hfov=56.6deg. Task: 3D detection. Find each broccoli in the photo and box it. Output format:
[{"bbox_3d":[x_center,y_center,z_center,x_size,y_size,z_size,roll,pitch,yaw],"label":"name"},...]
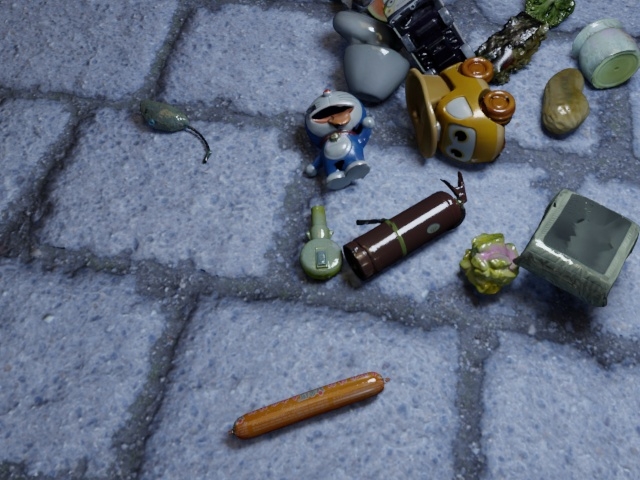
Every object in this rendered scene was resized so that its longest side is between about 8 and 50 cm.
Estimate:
[{"bbox_3d":[0.683,-0.715,1.781,0.162,0.138,0.145,-17,91,5],"label":"broccoli"}]

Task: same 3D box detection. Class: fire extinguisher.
[{"bbox_3d":[0.212,-0.042,1.400,0.341,0.105,0.141,-31,101,-12],"label":"fire extinguisher"}]

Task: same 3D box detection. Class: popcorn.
[{"bbox_3d":[0.387,0.049,1.345,0.126,0.126,0.145,9,31,-9],"label":"popcorn"}]

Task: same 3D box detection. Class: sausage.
[{"bbox_3d":[-0.021,0.337,1.223,0.348,0.053,0.053,-17,61,-8],"label":"sausage"}]

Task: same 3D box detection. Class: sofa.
[{"bbox_3d":[0.558,0.031,1.319,0.210,0.176,0.225,29,65,16],"label":"sofa"}]

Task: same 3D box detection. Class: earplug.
[{"bbox_3d":[0.136,-0.530,1.670,0.214,0.175,0.325,13,48,-29],"label":"earplug"}]

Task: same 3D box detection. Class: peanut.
[{"bbox_3d":[0.661,-0.378,1.600,0.120,0.110,0.236,2,50,28],"label":"peanut"}]

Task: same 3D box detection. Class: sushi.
[{"bbox_3d":[0.537,-0.534,1.683,0.212,0.147,0.115,-40,71,-1],"label":"sushi"}]

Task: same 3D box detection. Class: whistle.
[{"bbox_3d":[0.000,0.000,1.418,0.104,0.057,0.198,-3,61,1],"label":"whistle"}]

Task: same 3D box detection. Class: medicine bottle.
[{"bbox_3d":[0.794,-0.520,1.653,0.147,0.147,0.143,-8,58,-3],"label":"medicine bottle"}]

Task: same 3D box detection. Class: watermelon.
[{"bbox_3d":[0.224,-0.731,1.821,0.125,0.094,0.135,-34,61,-19],"label":"watermelon"}]

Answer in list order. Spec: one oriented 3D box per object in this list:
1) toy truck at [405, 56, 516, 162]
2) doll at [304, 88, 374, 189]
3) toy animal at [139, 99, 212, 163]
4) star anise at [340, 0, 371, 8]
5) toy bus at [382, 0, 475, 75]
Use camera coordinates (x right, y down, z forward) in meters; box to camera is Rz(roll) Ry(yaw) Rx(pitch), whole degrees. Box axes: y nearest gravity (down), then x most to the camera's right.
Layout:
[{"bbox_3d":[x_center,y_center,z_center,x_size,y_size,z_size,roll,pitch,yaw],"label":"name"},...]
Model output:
[{"bbox_3d":[0.351,-0.327,1.518,0.212,0.204,0.288,-15,60,-4],"label":"toy truck"},{"bbox_3d":[0.041,-0.261,1.518,0.215,0.161,0.256,-23,61,18],"label":"doll"},{"bbox_3d":[-0.383,-0.306,1.614,0.253,0.070,0.079,34,101,7],"label":"toy animal"},{"bbox_3d":[0.107,-0.774,1.856,0.172,0.063,0.208,-20,41,-15],"label":"star anise"},{"bbox_3d":[0.287,-0.565,1.599,0.143,0.305,0.179,-33,49,19],"label":"toy bus"}]
